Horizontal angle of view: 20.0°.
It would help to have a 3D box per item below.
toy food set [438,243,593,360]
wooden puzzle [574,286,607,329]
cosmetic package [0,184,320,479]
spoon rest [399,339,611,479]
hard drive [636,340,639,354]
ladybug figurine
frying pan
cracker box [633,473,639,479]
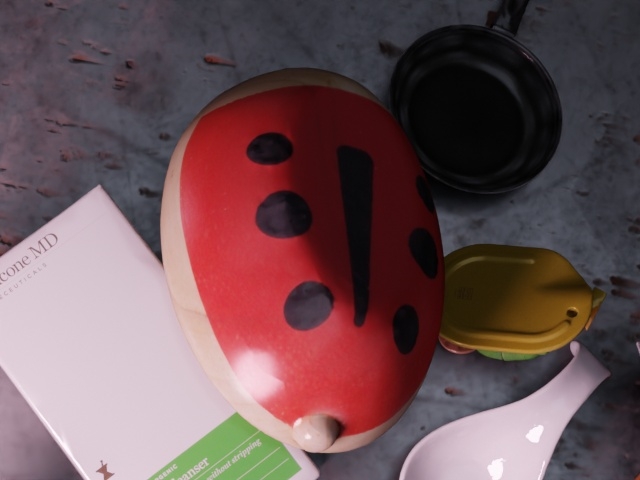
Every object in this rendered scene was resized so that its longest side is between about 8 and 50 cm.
[{"bbox_3d":[0.180,0.073,1.927,0.218,0.071,0.128,6,59,14],"label":"toy food set"},{"bbox_3d":[0.244,0.068,1.965,0.116,0.014,0.078,20,75,5],"label":"wooden puzzle"},{"bbox_3d":[-0.186,0.150,1.839,0.197,0.155,0.365,-38,86,-8],"label":"cosmetic package"},{"bbox_3d":[0.199,0.211,1.902,0.137,0.084,0.276,45,78,3],"label":"spoon rest"},{"bbox_3d":[0.494,0.161,1.827,0.308,0.040,0.203,-15,99,8],"label":"hard drive"},{"bbox_3d":[0.000,0.000,1.801,0.305,0.162,0.449,13,51,-25],"label":"ladybug figurine"},{"bbox_3d":[0.163,-0.200,1.987,0.197,0.053,0.326,3,70,-14],"label":"frying pan"},{"bbox_3d":[0.430,0.321,1.912,0.156,0.067,0.232,-44,87,-11],"label":"cracker box"}]
